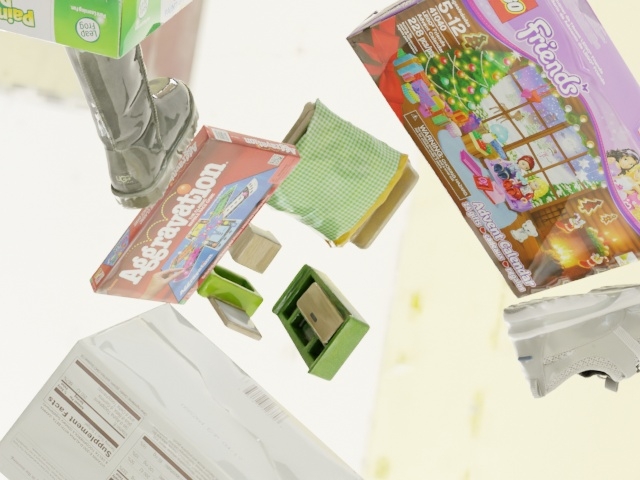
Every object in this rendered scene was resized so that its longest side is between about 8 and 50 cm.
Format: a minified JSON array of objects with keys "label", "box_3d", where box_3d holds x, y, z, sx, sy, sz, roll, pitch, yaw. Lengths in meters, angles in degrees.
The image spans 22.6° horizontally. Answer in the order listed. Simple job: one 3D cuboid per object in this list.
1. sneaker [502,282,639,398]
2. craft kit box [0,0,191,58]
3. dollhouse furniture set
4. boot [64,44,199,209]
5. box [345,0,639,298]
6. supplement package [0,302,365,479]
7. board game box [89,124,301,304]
[{"label":"sneaker","box_3d":[0.328,0.109,1.779,0.105,0.281,0.115,172,-89,-66]},{"label":"craft kit box","box_3d":[-0.224,-0.237,1.305,0.250,0.246,0.061,-53,152,-58]},{"label":"dollhouse furniture set","box_3d":[0.000,0.000,2.102,0.301,0.197,0.151,-54,-144,13]},{"label":"boot","box_3d":[-0.175,-0.157,1.442,0.190,0.076,0.208,-86,162,-49]},{"label":"box","box_3d":[0.179,-0.100,1.383,0.201,0.293,0.057,-22,-161,43]},{"label":"supplement package","box_3d":[-0.116,0.205,1.397,0.145,0.262,0.204,-50,172,15]},{"label":"board game box","box_3d":[-0.158,-0.026,1.995,0.281,0.145,0.027,-50,-132,30]}]
